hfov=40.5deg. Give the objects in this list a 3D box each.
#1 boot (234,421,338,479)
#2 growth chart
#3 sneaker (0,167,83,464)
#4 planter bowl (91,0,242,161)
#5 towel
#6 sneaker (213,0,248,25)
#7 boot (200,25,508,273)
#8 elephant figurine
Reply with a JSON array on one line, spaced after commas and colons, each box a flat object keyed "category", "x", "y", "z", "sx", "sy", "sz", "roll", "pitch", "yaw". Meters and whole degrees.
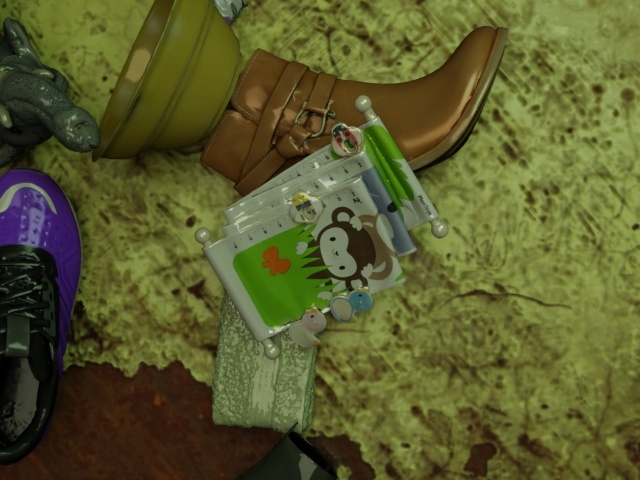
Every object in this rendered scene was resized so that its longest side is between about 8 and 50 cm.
[{"category": "boot", "x": -0.005, "y": 0.288, "z": 0.834, "sx": 0.198, "sy": 0.077, "sz": 0.137, "roll": 43, "pitch": 98, "yaw": 6}, {"category": "growth chart", "x": 0.000, "y": 0.000, "z": 0.814, "sx": 0.237, "sy": 0.021, "sz": 0.172, "roll": -35, "pitch": 97, "yaw": 19}, {"category": "sneaker", "x": -0.285, "y": 0.075, "z": 0.835, "sx": 0.102, "sy": 0.146, "sz": 0.293, "roll": 4, "pitch": 90, "yaw": -15}, {"category": "planter bowl", "x": -0.136, "y": -0.158, "z": 0.839, "sx": 0.090, "sy": 0.217, "sz": 0.217, "roll": 23, "pitch": 89, "yaw": -21}, {"category": "towel", "x": -0.056, "y": 0.120, "z": 0.880, "sx": 0.110, "sy": 0.027, "sz": 0.148, "roll": 6, "pitch": 88, "yaw": 7}, {"category": "sneaker", "x": -0.118, "y": -0.268, "z": 0.905, "sx": 0.098, "sy": 0.038, "sz": 0.069, "roll": 43, "pitch": 90, "yaw": -3}, {"category": "boot", "x": 0.033, "y": -0.131, "z": 0.854, "sx": 0.220, "sy": 0.109, "sz": 0.283, "roll": 34, "pitch": 100, "yaw": 7}, {"category": "elephant figurine", "x": -0.323, "y": -0.149, "z": 0.853, "sx": 0.239, "sy": 0.186, "sz": 0.169, "roll": 42, "pitch": 113, "yaw": -10}]
